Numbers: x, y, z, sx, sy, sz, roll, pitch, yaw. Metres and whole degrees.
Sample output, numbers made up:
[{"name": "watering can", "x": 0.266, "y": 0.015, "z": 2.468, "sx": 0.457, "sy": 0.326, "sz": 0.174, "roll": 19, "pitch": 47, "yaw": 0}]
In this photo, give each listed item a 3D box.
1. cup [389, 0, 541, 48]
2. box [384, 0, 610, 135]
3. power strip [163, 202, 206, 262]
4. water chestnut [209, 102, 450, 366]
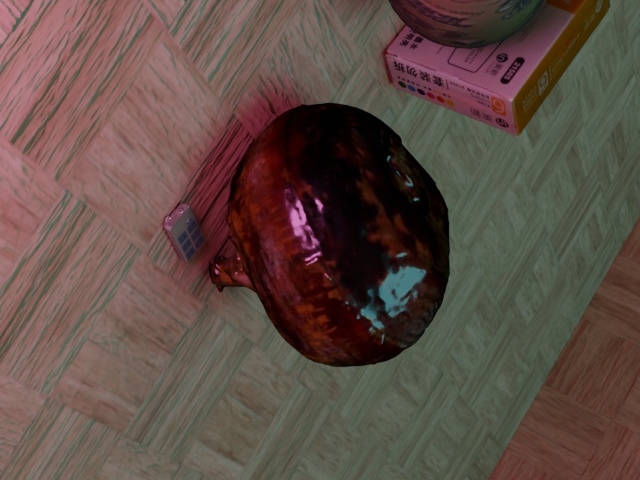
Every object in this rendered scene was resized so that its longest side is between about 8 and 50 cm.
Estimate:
[{"name": "cup", "x": 0.172, "y": -0.391, "z": 1.580, "sx": 0.257, "sy": 0.228, "sz": 0.301, "roll": -46, "pitch": 119, "yaw": -86}, {"name": "box", "x": 0.254, "y": -0.300, "z": 1.875, "sx": 0.274, "sy": 0.221, "sz": 0.091, "roll": -54, "pitch": 150, "yaw": -23}, {"name": "power strip", "x": -0.165, "y": -0.009, "z": 1.600, "sx": 0.040, "sy": 0.016, "sz": 0.090, "roll": -52, "pitch": 153, "yaw": -20}, {"name": "water chestnut", "x": 0.000, "y": 0.000, "z": 1.665, "sx": 0.302, "sy": 0.350, "sz": 0.350, "roll": -24, "pitch": 162, "yaw": 18}]
